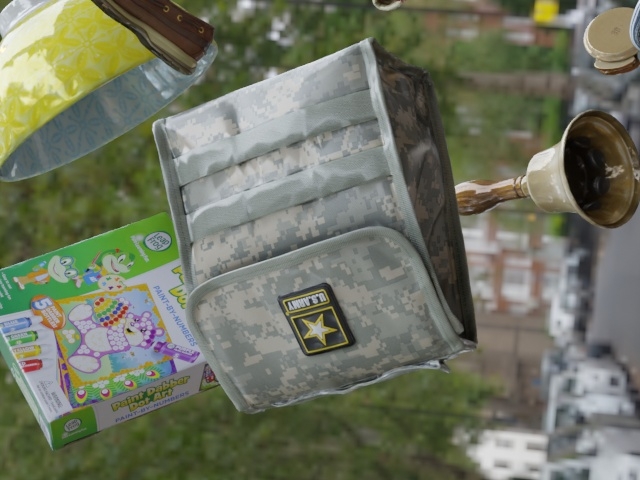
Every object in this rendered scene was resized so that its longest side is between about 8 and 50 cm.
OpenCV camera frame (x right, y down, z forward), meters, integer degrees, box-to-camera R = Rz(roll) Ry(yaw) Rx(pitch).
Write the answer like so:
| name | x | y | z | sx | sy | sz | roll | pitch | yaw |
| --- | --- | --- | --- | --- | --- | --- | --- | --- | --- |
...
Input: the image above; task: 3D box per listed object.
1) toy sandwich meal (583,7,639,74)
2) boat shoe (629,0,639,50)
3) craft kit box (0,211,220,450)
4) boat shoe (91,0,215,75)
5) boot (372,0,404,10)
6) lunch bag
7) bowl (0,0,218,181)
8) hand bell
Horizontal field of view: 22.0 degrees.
| name | x | y | z | sx | sy | sz | roll | pitch | yaw |
| --- | --- | --- | --- | --- | --- | --- | --- | --- | --- |
| toy sandwich meal | 0.338 | -0.226 | 1.867 | 0.029 | 0.085 | 0.086 | 57 | -144 | -50 |
| boat shoe | 0.358 | -0.234 | 1.600 | 0.183 | 0.065 | 0.083 | -49 | 6 | 42 |
| craft kit box | -0.233 | 0.096 | 1.859 | 0.250 | 0.246 | 0.061 | 51 | 151 | 40 |
| boat shoe | -0.178 | -0.236 | 1.605 | 0.060 | 0.178 | 0.064 | -53 | 24 | -4 |
| boot | 0.127 | -0.350 | 2.169 | 0.085 | 0.059 | 0.158 | -54 | 16 | -28 |
| lunch bag | 0.000 | 0.000 | 1.482 | 0.169 | 0.235 | 0.287 | 15 | -121 | -63 |
| bowl | -0.277 | -0.205 | 1.852 | 0.156 | 0.289 | 0.289 | 58 | -172 | 4 |
| hand bell | 0.216 | -0.057 | 1.797 | 0.126 | 0.242 | 0.126 | 9 | -105 | -40 |
